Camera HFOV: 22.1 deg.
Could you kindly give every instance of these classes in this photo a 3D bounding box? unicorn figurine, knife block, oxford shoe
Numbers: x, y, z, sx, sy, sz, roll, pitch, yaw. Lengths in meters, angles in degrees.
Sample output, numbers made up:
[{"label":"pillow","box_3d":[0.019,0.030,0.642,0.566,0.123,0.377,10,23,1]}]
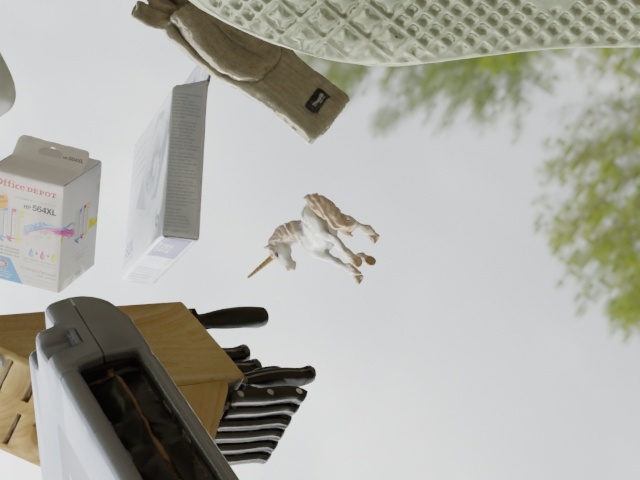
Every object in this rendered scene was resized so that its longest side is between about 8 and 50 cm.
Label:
[{"label":"unicorn figurine","box_3d":[0.000,0.000,1.645,0.111,0.162,0.060,31,-129,12]},{"label":"knife block","box_3d":[-0.144,0.102,1.319,0.276,0.088,0.242,25,-154,-8]},{"label":"oxford shoe","box_3d":[0.101,-0.220,1.167,0.449,0.169,0.130,2,-136,7]}]

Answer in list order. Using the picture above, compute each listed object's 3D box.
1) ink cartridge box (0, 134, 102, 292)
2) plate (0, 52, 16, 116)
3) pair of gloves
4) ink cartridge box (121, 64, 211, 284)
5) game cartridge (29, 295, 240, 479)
[{"label":"ink cartridge box","box_3d":[-0.295,-0.033,1.740,0.092,0.143,0.090,13,-155,15]},{"label":"plate","box_3d":[-0.343,-0.170,1.110,0.278,0.045,0.277,-41,-70,-49]},{"label":"pair of gloves","box_3d":[-0.043,-0.206,1.452,0.204,0.042,0.240,38,-135,-10]},{"label":"ink cartridge box","box_3d":[-0.166,-0.083,1.762,0.045,0.223,0.224,9,-106,-16]},{"label":"game cartridge","box_3d":[-0.064,0.180,0.760,0.062,0.198,0.297,-17,-144,-19]}]
